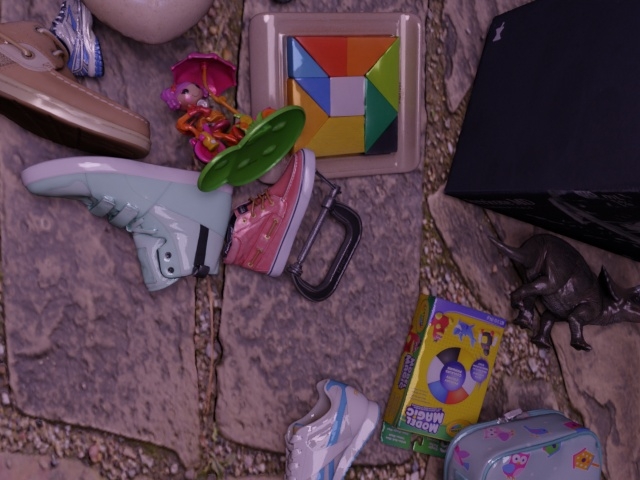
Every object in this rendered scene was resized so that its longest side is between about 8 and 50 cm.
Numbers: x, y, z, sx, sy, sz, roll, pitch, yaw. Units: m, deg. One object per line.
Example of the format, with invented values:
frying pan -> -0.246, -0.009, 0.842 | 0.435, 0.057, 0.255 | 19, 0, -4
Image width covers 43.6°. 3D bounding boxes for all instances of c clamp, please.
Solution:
c clamp -> 0.000, 0.000, 1.075 | 0.137, 0.022, 0.160 | 27, 84, -47

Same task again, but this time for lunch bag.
lunch bag -> 0.276, 0.377, 1.138 | 0.224, 0.108, 0.279 | -6, 107, -19

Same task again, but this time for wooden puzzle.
wooden puzzle -> 0.027, -0.190, 1.068 | 0.239, 0.044, 0.220 | -6, 105, -19

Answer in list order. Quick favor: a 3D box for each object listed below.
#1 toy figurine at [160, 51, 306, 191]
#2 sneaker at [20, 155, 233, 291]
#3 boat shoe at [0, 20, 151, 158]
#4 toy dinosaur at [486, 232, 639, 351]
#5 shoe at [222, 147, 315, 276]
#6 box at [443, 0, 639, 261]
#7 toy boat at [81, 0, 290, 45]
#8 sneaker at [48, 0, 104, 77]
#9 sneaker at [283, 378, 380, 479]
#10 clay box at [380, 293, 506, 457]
toy figurine -> -0.133, -0.157, 0.982 | 0.159, 0.130, 0.173 | 46, 53, 14
sneaker -> -0.232, -0.016, 0.967 | 0.256, 0.094, 0.151 | 6, 83, -23
boat shoe -> -0.339, -0.198, 0.899 | 0.341, 0.122, 0.110 | 25, 77, -10
toy dinosaur -> 0.353, 0.064, 1.194 | 0.314, 0.121, 0.160 | 33, 68, -13
shoe -> -0.068, -0.041, 1.031 | 0.081, 0.063, 0.177 | 13, 107, -19
box -> 0.502, -0.127, 1.032 | 0.472, 0.480, 0.297 | 18, 86, -19
toy boat -> -0.152, -0.350, 0.970 | 0.319, 0.148, 0.267 | -1, 76, -17
sneaker -> -0.301, -0.262, 0.963 | 0.058, 0.052, 0.135 | -12, 94, -12
sneaker -> -0.014, 0.296, 1.072 | 0.092, 0.087, 0.228 | 34, 73, -11
clay box -> 0.175, 0.200, 1.148 | 0.128, 0.053, 0.221 | 18, 85, -21
